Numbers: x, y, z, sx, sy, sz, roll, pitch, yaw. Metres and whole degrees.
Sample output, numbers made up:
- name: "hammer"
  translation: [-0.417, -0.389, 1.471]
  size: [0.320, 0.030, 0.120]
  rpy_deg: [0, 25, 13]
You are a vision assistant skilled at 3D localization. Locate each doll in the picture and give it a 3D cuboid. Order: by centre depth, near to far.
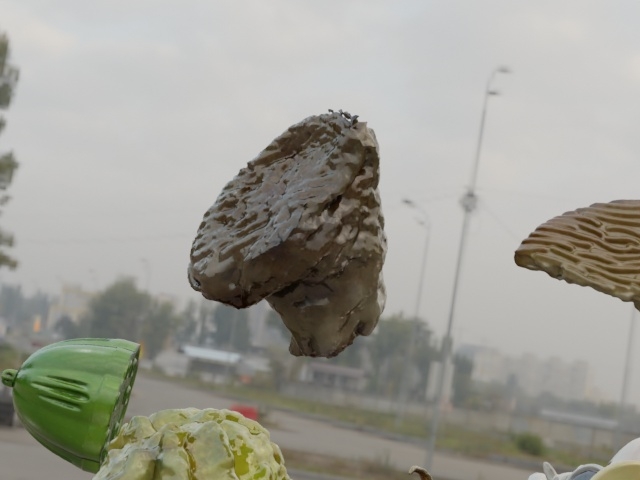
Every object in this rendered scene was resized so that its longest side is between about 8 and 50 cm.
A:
- name: "doll"
  translation: [0.343, 0.343, 1.549]
  size: [0.271, 0.144, 0.208]
  rpy_deg: [-31, 1, 42]

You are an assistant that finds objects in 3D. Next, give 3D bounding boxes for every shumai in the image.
- name: "shumai"
  translation: [-0.003, 0.000, 1.229]
  size: [0.185, 0.218, 0.184]
  rpy_deg: [38, -9, -40]

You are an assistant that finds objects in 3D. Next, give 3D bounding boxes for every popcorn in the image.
- name: "popcorn"
  translation: [-0.145, 0.283, 1.274]
  size: [0.259, 0.259, 0.212]
  rpy_deg: [7, -40, 19]

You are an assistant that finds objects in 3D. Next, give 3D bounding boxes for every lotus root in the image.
- name: "lotus root"
  translation: [-0.342, 0.203, 1.635]
  size: [0.186, 0.186, 0.186]
  rpy_deg: [9, -6, 1]

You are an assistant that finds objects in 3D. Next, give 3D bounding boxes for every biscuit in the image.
- name: "biscuit"
  translation: [0.307, 0.023, 1.222]
  size: [0.229, 0.176, 0.031]
  rpy_deg: [-5, -46, 9]

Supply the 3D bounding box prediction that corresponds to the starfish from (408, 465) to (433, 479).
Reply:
- name: "starfish"
  translation: [0.147, 0.410, 1.682]
  size: [0.074, 0.146, 0.190]
  rpy_deg: [31, 21, -38]
